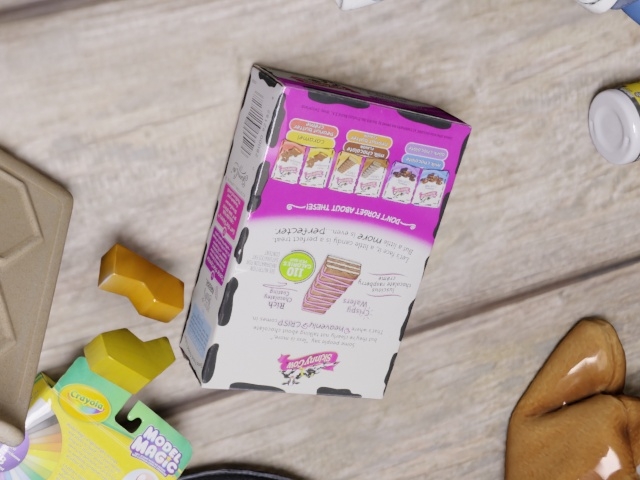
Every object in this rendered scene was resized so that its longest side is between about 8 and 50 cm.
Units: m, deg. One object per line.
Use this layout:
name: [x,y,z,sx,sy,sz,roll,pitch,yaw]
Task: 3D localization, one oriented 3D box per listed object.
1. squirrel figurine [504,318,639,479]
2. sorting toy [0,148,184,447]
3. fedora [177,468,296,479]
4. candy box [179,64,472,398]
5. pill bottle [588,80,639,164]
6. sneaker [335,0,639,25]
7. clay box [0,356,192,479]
squirrel figurine: [0.308,0.318,0.847,0.281,0.370,0.397,40,93,-31]
sorting toy: [-0.214,0.017,0.589,0.307,0.229,0.041,35,120,-31]
fedora: [-0.099,0.355,0.817,0.334,0.152,0.334,-9,114,-20]
candy box: [0.000,0.000,0.755,0.159,0.071,0.233,9,107,-26]
pill bottle: [0.292,-0.107,0.838,0.116,0.065,0.065,-16,117,-17]
sneaker: [0.123,-0.213,0.698,0.236,0.130,0.323,-37,126,6]
clay box: [-0.211,0.201,0.735,0.127,0.053,0.222,45,77,-22]
